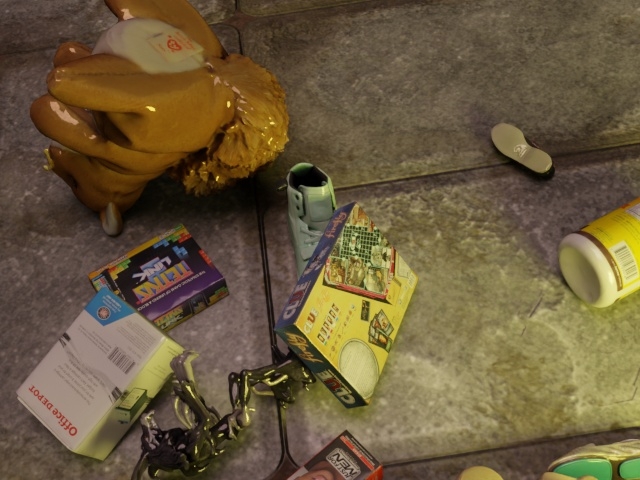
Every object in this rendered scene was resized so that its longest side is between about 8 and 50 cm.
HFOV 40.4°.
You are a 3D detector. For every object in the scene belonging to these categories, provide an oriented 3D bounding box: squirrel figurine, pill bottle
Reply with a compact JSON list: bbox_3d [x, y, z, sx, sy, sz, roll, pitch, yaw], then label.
[{"bbox_3d":[-0.251,-0.159,1.370,0.397,0.370,0.281,15,48,-18],"label":"squirrel figurine"},{"bbox_3d":[0.464,0.003,1.269,0.215,0.117,0.117,-26,53,-14],"label":"pill bottle"}]

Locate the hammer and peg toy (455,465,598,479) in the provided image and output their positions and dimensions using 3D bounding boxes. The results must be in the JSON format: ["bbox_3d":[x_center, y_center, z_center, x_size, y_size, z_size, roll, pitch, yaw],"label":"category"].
[{"bbox_3d":[0.294,0.389,0.925,0.361,0.127,0.266,15,53,-3],"label":"hammer and peg toy"}]

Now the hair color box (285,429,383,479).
[{"bbox_3d":[0.006,0.318,1.117,0.141,0.043,0.072,-37,58,-21],"label":"hair color box"}]

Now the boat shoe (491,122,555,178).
[{"bbox_3d":[0.337,-0.148,1.456,0.049,0.042,0.133,-46,56,3],"label":"boat shoe"}]

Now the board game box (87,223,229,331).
[{"bbox_3d":[-0.250,0.068,1.343,0.170,0.048,0.141,-31,54,-18],"label":"board game box"}]

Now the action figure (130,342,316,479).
[{"bbox_3d":[-0.151,0.216,1.147,0.276,0.164,0.141,-30,82,-26],"label":"action figure"}]

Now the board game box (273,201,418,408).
[{"bbox_3d":[0.043,0.085,1.209,0.042,0.165,0.243,-20,30,40],"label":"board game box"}]

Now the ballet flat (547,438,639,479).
[{"bbox_3d":[0.368,0.281,1.110,0.168,0.057,0.052,-4,23,-1],"label":"ballet flat"}]

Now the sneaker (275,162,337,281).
[{"bbox_3d":[-0.001,0.000,1.303,0.094,0.151,0.256,-17,53,-10],"label":"sneaker"}]

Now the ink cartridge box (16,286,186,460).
[{"bbox_3d":[-0.301,0.183,1.203,0.140,0.082,0.190,34,82,28],"label":"ink cartridge box"}]
